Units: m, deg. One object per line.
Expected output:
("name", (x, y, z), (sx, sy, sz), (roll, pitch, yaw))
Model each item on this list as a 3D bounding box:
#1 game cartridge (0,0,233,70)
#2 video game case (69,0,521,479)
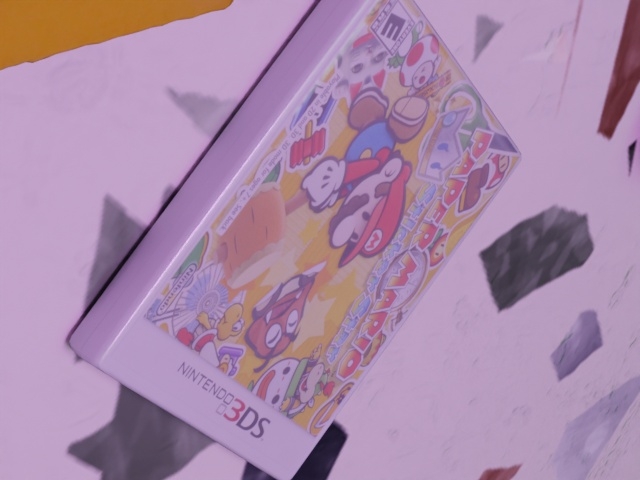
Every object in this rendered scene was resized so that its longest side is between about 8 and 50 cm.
("game cartridge", (-0.122, -0.197, 0.489), (0.285, 0.052, 0.324), (-23, 134, -40))
("video game case", (0.000, 0.000, 0.826), (0.227, 0.026, 0.206), (-54, 147, -5))
